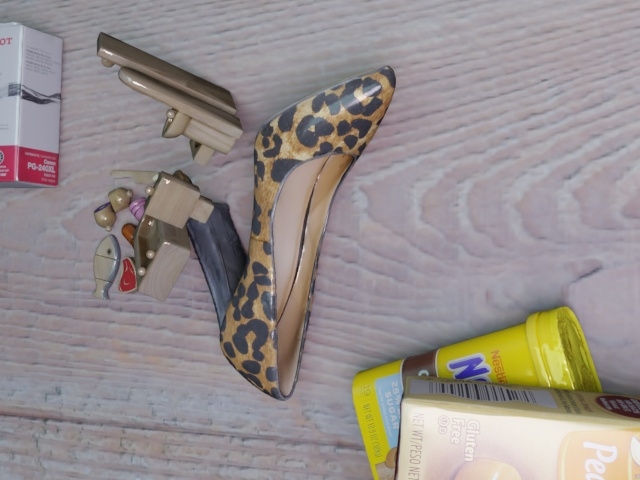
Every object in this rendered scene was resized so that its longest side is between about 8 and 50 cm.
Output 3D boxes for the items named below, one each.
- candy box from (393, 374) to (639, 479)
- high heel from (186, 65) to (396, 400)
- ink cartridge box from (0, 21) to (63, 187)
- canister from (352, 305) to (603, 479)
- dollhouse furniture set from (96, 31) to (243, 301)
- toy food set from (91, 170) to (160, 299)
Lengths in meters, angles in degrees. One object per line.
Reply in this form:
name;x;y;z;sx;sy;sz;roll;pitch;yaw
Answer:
candy box;0.200;0.194;0.631;0.317;0.087;0.182;5;95;7
high heel;0.000;0.000;0.795;0.261;0.093;0.186;-40;64;37
ink cartridge box;-0.312;-0.128;0.984;0.109;0.063;0.150;1;88;27
canister;0.118;0.132;0.747;0.170;0.073;0.126;-20;80;26
dollhouse furniture set;-0.156;-0.064;0.836;0.151;0.123;0.144;-60;22;16
toy food set;-0.181;-0.004;0.935;0.078;0.019;0.122;4;89;27
